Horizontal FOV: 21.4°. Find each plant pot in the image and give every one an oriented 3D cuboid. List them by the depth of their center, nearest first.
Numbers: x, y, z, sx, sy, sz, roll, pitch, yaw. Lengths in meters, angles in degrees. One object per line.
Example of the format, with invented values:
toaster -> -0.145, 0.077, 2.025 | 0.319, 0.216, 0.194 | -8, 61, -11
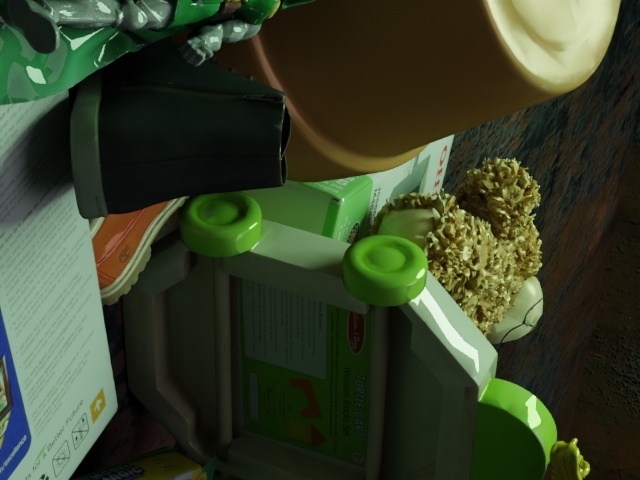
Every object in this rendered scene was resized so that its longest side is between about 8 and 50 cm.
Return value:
plant pot -> 0.062, -0.189, 1.100 | 0.291, 0.203, 0.291 | 5, 84, -53

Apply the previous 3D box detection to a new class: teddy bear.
teddy bear -> 0.107, 0.045, 1.357 | 0.338, 0.113, 0.245 | 49, 62, -72

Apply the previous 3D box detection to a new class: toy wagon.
toy wagon -> 0.023, 0.106, 1.174 | 0.068, 0.344, 0.267 | -56, 155, -47

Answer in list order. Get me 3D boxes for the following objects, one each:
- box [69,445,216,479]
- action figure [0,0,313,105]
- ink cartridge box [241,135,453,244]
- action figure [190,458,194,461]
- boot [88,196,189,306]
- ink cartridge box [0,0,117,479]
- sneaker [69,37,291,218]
box -> -0.147, 0.210, 1.174 | 0.179, 0.043, 0.105 | -12, 120, -46
action figure -> -0.071, -0.139, 0.893 | 0.232, 0.063, 0.137 | -15, 131, -55
ink cartridge box -> 0.000, 0.000, 1.370 | 0.273, 0.115, 0.198 | -37, 144, -61
action figure -> -0.085, 0.284, 1.395 | 0.139, 0.091, 0.280 | 33, 68, -66
boot -> -0.124, -0.043, 1.080 | 0.158, 0.059, 0.084 | -66, 156, -18
ink cartridge box -> -0.193, 0.025, 0.923 | 0.371, 0.069, 0.176 | 91, 24, -44
sneaker -> -0.077, -0.078, 0.979 | 0.222, 0.118, 0.083 | -97, -175, -58
